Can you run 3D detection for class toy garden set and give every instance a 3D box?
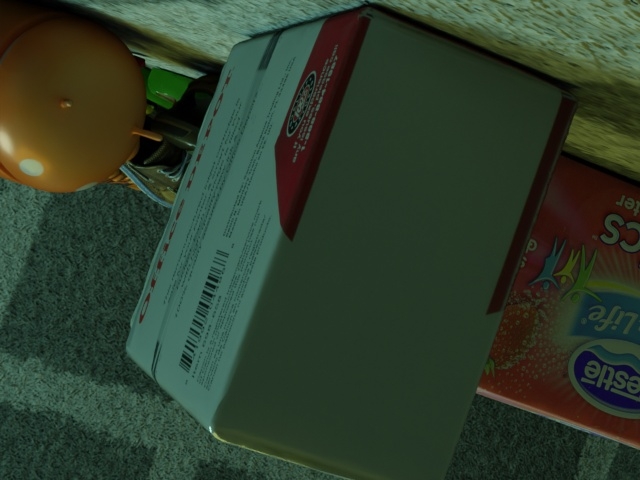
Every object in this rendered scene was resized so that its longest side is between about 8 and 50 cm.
[{"bbox_3d":[-0.208,-0.139,1.378,0.244,0.049,0.204,19,178,27],"label":"toy garden set"}]

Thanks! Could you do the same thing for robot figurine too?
[{"bbox_3d":[-0.212,-0.105,1.180,0.219,0.128,0.158,19,135,42],"label":"robot figurine"}]

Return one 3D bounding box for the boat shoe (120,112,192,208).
[{"bbox_3d":[-0.149,-0.077,1.526,0.183,0.066,0.066,29,169,-19],"label":"boat shoe"}]

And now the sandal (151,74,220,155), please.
[{"bbox_3d":[-0.067,-0.093,1.243,0.090,0.060,0.219,26,-167,3],"label":"sandal"}]

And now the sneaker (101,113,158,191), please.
[{"bbox_3d":[-0.201,-0.103,1.738,0.180,0.125,0.321,16,-171,0],"label":"sneaker"}]

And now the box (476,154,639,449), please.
[{"bbox_3d":[0.173,0.044,1.045,0.300,0.154,0.142,21,178,-15],"label":"box"}]

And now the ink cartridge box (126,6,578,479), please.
[{"bbox_3d":[0.000,0.000,0.844,0.114,0.197,0.273,20,179,-16],"label":"ink cartridge box"}]
